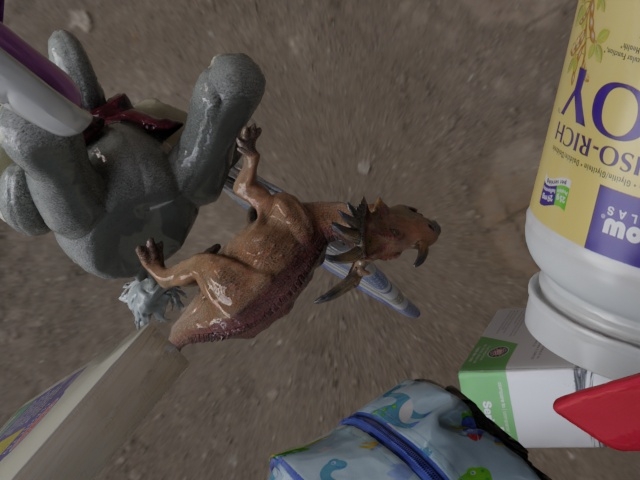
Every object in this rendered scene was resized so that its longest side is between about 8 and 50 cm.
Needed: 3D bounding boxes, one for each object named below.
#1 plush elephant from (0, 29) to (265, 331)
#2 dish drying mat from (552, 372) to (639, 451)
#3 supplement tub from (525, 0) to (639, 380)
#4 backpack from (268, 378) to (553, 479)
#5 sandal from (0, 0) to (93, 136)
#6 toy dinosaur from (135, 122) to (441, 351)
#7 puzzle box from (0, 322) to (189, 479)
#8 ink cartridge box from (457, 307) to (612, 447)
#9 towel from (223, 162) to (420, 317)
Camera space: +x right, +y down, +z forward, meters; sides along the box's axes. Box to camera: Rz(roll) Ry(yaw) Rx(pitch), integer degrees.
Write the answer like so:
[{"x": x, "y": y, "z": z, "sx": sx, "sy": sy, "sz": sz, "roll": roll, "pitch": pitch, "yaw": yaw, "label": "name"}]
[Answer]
[{"x": -0.229, "y": -0.096, "z": 1.424, "sx": 0.272, "sy": 0.330, "sz": 0.255, "roll": -21, "pitch": 49, "yaw": -23, "label": "plush elephant"}, {"x": 0.099, "y": 0.048, "z": 0.392, "sx": 0.032, "sy": 0.083, "sz": 0.008, "roll": 35, "pitch": 67, "yaw": -7, "label": "dish drying mat"}, {"x": 0.294, "y": -0.068, "z": 1.059, "sx": 0.241, "sy": 0.241, "sz": 0.331, "roll": 11, "pitch": 107, "yaw": 1, "label": "supplement tub"}, {"x": 0.079, "y": 0.262, "z": 0.853, "sx": 0.273, "sy": 0.290, "sz": 0.355, "roll": -14, "pitch": 122, "yaw": -21, "label": "backpack"}, {"x": -0.283, "y": -0.215, "z": 0.806, "sx": 0.416, "sy": 0.169, "sz": 0.102, "roll": 40, "pitch": 90, "yaw": -20, "label": "sandal"}, {"x": -0.047, "y": 0.030, "z": 1.315, "sx": 0.296, "sy": 0.127, "sz": 0.200, "roll": -46, "pitch": 56, "yaw": -1, "label": "toy dinosaur"}, {"x": -0.292, "y": 0.248, "z": 1.086, "sx": 0.052, "sy": 0.272, "sz": 0.409, "roll": 47, "pitch": 51, "yaw": -9, "label": "puzzle box"}, {"x": 0.266, "y": 0.131, "z": 1.341, "sx": 0.219, "sy": 0.160, "sz": 0.093, "roll": -3, "pitch": 109, "yaw": 25, "label": "ink cartridge box"}, {"x": 0.000, "y": 0.000, "z": 1.561, "sx": 0.209, "sy": 0.285, "sz": 0.034, "roll": 31, "pitch": 85, "yaw": 26, "label": "towel"}]
